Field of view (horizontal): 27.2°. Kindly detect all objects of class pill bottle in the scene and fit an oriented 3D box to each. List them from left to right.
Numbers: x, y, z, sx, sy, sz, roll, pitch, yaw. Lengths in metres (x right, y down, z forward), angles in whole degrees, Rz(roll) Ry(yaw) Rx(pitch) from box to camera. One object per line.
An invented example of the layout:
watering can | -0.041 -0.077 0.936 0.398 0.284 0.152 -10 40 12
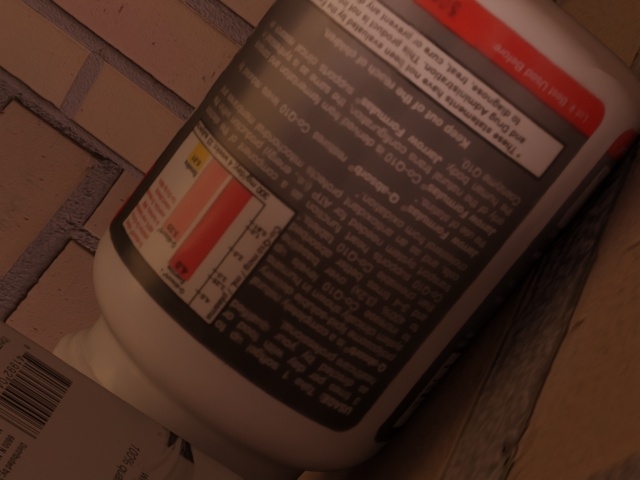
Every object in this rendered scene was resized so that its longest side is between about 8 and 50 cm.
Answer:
pill bottle | 0.000 0.000 0.767 0.363 0.210 0.210 -52 7 9

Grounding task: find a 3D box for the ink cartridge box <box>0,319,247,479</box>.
ink cartridge box | -0.133 0.162 0.607 0.114 0.273 0.197 -54 6 23
